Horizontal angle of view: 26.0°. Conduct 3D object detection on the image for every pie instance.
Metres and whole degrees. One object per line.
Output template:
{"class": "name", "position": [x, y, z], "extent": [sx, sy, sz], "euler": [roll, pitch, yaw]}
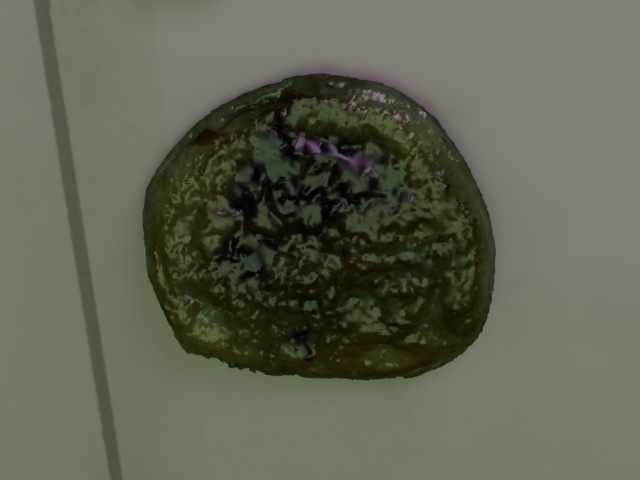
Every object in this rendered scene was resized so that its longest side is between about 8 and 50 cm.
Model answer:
{"class": "pie", "position": [0.000, 0.000, 1.208], "extent": [0.323, 0.070, 0.323], "euler": [2, 117, 4]}
